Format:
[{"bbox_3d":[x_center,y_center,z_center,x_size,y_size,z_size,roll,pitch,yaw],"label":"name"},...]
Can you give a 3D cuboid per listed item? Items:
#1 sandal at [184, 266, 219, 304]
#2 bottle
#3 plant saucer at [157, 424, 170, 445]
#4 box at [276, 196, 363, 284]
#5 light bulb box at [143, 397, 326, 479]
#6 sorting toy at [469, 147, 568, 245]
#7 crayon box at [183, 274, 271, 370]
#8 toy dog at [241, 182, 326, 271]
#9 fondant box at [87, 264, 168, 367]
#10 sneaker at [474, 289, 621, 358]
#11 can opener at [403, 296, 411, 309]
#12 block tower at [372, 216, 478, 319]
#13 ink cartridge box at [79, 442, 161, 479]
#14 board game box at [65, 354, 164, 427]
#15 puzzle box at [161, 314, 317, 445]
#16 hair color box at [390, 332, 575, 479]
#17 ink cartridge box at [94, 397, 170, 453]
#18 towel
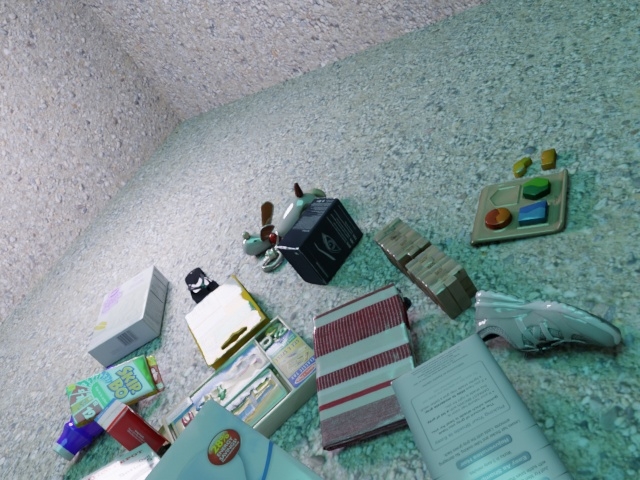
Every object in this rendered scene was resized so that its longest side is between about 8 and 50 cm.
[{"bbox_3d":[-0.419,0.150,2.061,0.097,0.054,0.254,-44,30,-12],"label":"sandal"},{"bbox_3d":[-0.667,0.508,1.777,0.118,0.092,0.283,8,52,41],"label":"bottle"},{"bbox_3d":[-0.395,0.504,1.575,0.083,0.015,0.083,-26,31,17],"label":"plant saucer"},{"bbox_3d":[0.000,0.000,1.731,0.108,0.153,0.207,5,49,50],"label":"box"},{"bbox_3d":[-0.147,0.525,1.017,0.361,0.225,0.358,18,59,42],"label":"light bulb box"},{"bbox_3d":[0.492,-0.119,1.490,0.229,0.041,0.307,-13,37,35],"label":"sorting toy"},{"bbox_3d":[-0.262,0.245,1.733,0.203,0.083,0.323,-41,29,-7],"label":"crayon box"},{"bbox_3d":[-0.129,-0.074,1.964,0.333,0.161,0.220,-38,29,-3],"label":"toy dog"},{"bbox_3d":[-0.673,0.261,2.135,0.238,0.096,0.330,-31,29,10],"label":"fondant box"},{"bbox_3d":[0.418,0.172,1.137,0.281,0.105,0.115,7,80,48],"label":"sneaker"},{"bbox_3d":[0.142,0.202,1.398,0.073,0.059,0.186,43,86,16],"label":"can opener"},{"bbox_3d":[0.247,0.057,1.453,0.091,0.097,0.335,-38,31,-2],"label":"block tower"},{"bbox_3d":[-0.405,0.584,1.311,0.198,0.115,0.272,-24,20,-32],"label":"ink cartridge box"},{"bbox_3d":[-0.592,0.429,1.746,0.259,0.039,0.124,-21,58,-15],"label":"board game box"},{"bbox_3d":[-0.187,0.386,1.471,0.409,0.052,0.272,-42,34,-9],"label":"puzzle box"},{"bbox_3d":[0.270,0.344,0.966,0.185,0.114,0.374,-32,35,7],"label":"hair color box"},{"bbox_3d":[-0.480,0.483,1.529,0.078,0.134,0.231,-50,18,-24],"label":"ink cartridge box"},{"bbox_3d":[0.095,0.266,1.306,0.237,0.037,0.329,-25,44,19],"label":"towel"}]
